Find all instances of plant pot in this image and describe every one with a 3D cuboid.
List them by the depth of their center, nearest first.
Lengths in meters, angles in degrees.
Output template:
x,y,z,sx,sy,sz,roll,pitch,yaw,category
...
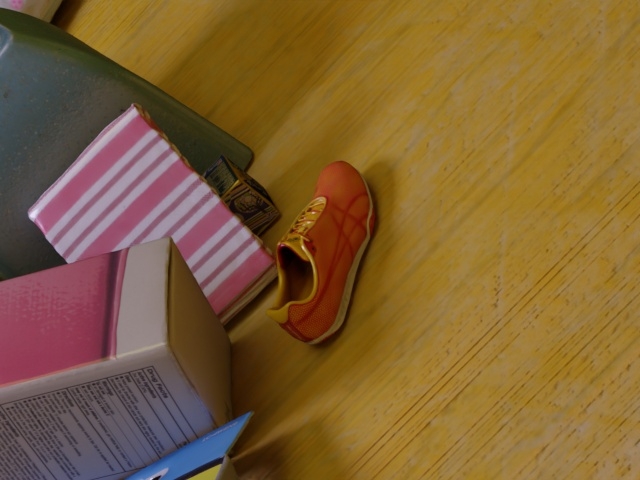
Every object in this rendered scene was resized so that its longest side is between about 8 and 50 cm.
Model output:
x,y,z,sx,sy,sz,roll,pitch,yaw,category
-0.270,-0.086,1.642,0.248,0.252,0.247,-53,35,-3,plant pot

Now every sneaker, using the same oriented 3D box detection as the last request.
x,y,z,sx,sy,sz,roll,pitch,yaw,category
0.000,0.000,1.432,0.064,0.067,0.175,-21,44,37,sneaker

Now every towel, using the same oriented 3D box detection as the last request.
x,y,z,sx,sy,sz,roll,pitch,yaw,category
-0.145,-0.002,1.512,0.144,0.197,0.029,-43,-4,11,towel

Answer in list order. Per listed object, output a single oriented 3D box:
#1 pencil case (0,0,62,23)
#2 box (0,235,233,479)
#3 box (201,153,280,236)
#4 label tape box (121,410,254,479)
x,y,z,sx,sy,sz,roll,pitch,yaw,category
-0.387,-0.213,1.998,0.124,0.113,0.273,1,59,36,pencil case
-0.202,0.112,1.423,0.232,0.149,0.127,-15,45,11,box
-0.120,0.008,1.559,0.169,0.059,0.054,-45,34,9,box
-0.156,0.303,1.275,0.249,0.115,0.348,-30,15,27,label tape box
